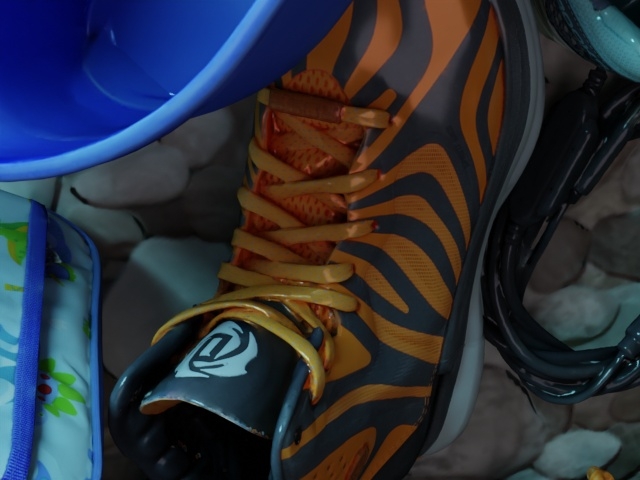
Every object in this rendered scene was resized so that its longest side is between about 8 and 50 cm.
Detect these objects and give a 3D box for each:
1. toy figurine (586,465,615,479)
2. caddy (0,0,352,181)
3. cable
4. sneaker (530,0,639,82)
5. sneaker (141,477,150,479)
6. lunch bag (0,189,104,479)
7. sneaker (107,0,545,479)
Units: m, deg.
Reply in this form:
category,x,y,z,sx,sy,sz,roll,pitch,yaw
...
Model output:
category,x,y,z,sx,sy,sz,roll,pitch,yaw
toy figurine,0.143,0.174,0.868,0.159,0.130,0.173,3,94,-5
caddy,-0.071,-0.182,0.558,0.241,0.179,0.341,39,106,8
cable,0.154,0.001,0.818,0.150,0.047,0.184,16,110,-22
sneaker,0.131,-0.195,0.665,0.110,0.122,0.283,-12,118,-4
sneaker,-0.002,0.216,0.874,0.275,0.110,0.107,48,143,-13
lunch bag,-0.173,0.048,0.683,0.176,0.219,0.090,22,118,-18
sneaker,0.000,0.000,0.696,0.125,0.180,0.321,14,121,29
